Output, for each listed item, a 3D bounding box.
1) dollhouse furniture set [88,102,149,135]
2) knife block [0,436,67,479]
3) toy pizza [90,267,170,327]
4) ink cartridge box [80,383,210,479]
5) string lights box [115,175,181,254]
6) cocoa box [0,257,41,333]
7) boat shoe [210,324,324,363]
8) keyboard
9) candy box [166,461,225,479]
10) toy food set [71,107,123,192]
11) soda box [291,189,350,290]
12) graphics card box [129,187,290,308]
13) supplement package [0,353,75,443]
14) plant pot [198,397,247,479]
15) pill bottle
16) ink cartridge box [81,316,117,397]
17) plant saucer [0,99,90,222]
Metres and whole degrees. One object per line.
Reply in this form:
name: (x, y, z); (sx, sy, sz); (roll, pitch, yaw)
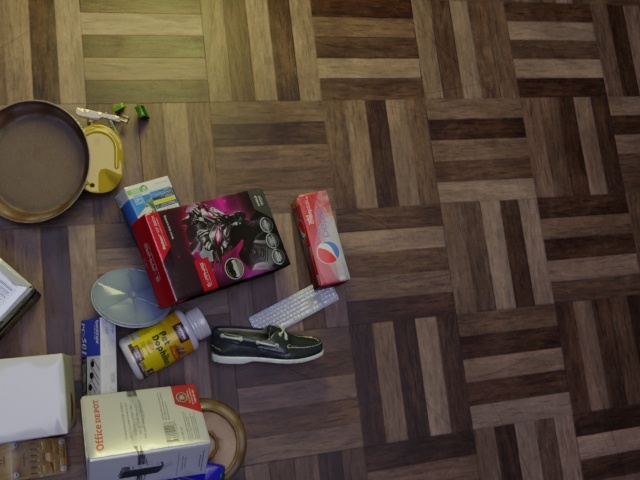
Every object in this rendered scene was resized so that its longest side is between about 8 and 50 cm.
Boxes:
dollhouse furniture set: (-0.545, -0.322, 1.925); (0.151, 0.058, 0.076); (-27, 95, 1)
knife block: (-0.763, 0.523, 1.643); (0.242, 0.275, 0.088); (-14, 74, 16)
toy pizza: (-0.480, 0.149, 1.806); (0.201, 0.032, 0.201); (13, 40, -11)
ink cartridge box: (-0.415, 0.455, 1.663); (0.272, 0.197, 0.114); (-1, 124, -23)
string lights box: (-0.416, -0.025, 1.857); (0.133, 0.076, 0.260); (-23, 86, -39)
cocoa box: (-0.858, 0.173, 1.634); (0.231, 0.228, 0.347); (41, 72, -5)
boat shoe: (-0.136, 0.267, 1.869); (0.302, 0.114, 0.091); (-1, 101, -17)
keyboard: (-0.071, 0.188, 1.962); (0.256, 0.014, 0.072); (-27, 87, -18)
candy box: (-0.386, 0.651, 1.630); (0.268, 0.122, 0.317); (12, 43, 2)
toy food set: (-0.586, -0.229, 1.867); (0.128, 0.071, 0.218); (2, 87, -19)
soda box: (0.000, 0.000, 1.973); (0.092, 0.083, 0.263); (-12, 80, -17)
graphics card box: (-0.275, 0.013, 1.834); (0.370, 0.094, 0.233); (-16, 82, -41)
supplement package: (-0.659, 0.356, 1.620); (0.175, 0.293, 0.178); (-4, 81, -16)
plant pot: (-0.303, 0.526, 1.824); (0.236, 0.032, 0.237); (3, 78, -16)
pill bottle: (-0.392, 0.254, 1.805); (0.215, 0.117, 0.117); (-28, 88, -19)
ink cartridge box: (-0.550, 0.298, 1.761); (0.046, 0.097, 0.207); (6, 76, -46)
plant saucer: (-0.724, -0.198, 1.796); (0.310, 0.050, 0.311); (0, 88, 5)
